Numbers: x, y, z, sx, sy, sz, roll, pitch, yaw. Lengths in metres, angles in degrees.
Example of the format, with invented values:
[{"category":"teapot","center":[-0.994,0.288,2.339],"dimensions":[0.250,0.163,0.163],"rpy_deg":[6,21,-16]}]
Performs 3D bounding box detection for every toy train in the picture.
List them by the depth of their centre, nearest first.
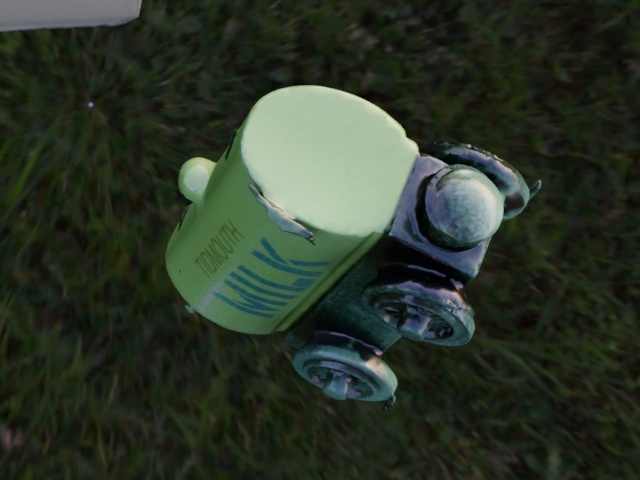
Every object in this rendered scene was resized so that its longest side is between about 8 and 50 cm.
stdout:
[{"category":"toy train","center":[0.000,0.000,0.920],"dimensions":[0.157,0.253,0.105],"rpy_deg":[25,70,-7]}]

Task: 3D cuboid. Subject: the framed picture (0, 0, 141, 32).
[{"category":"framed picture","center":[-0.088,-0.176,0.299],"dimensions":[0.019,0.232,0.296],"rpy_deg":[22,109,32]}]
